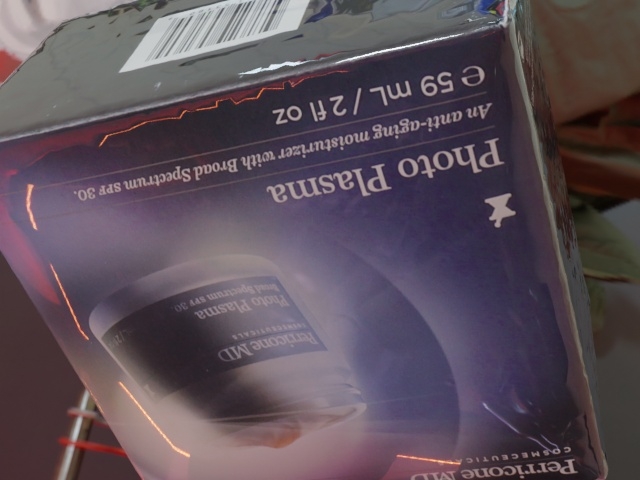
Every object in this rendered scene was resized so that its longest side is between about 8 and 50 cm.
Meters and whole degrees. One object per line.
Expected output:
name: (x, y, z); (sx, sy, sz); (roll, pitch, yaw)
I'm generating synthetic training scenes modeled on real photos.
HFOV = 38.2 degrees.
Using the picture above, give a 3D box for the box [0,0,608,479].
box: (0.000, 0.000, 0.560); (0.183, 0.296, 0.294); (-75, -30, -52)
